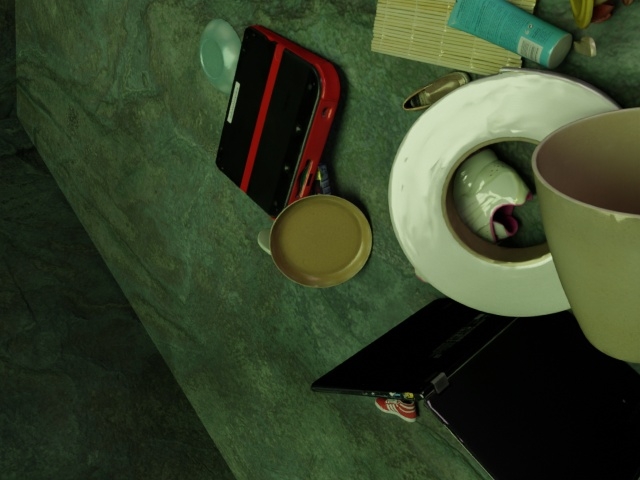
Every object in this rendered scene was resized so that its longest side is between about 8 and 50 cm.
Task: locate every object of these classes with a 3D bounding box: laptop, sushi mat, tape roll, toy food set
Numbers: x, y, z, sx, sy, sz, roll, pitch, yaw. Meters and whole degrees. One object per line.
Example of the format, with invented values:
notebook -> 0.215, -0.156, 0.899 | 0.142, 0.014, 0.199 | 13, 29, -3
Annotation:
laptop -> 0.277, 0.259, 0.899 | 0.408, 0.382, 0.236 | -15, 97, 51
sushi mat -> 0.214, -0.379, 0.929 | 0.317, 0.019, 0.151 | 28, 129, 37
tape roll -> 0.300, -0.068, 0.845 | 0.393, 0.072, 0.391 | 9, 113, 22
toy food set -> 0.370, -0.357, 0.707 | 0.071, 0.128, 0.217 | -8, 103, 17

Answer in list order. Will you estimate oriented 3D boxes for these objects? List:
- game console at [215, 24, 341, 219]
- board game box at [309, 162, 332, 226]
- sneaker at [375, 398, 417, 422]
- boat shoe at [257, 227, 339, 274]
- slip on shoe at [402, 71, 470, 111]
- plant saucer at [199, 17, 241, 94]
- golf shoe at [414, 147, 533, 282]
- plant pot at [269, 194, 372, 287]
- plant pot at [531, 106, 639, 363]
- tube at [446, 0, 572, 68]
game console -> -0.116, -0.272, 1.277 | 0.342, 0.060, 0.386 | 43, 125, 37
board game box -> -0.035, -0.095, 1.327 | 0.194, 0.060, 0.193 | 9, 117, 46
sneaker -> 0.188, 0.403, 1.348 | 0.119, 0.042, 0.066 | 13, 122, 36
boat shoe -> -0.054, 0.044, 1.350 | 0.228, 0.079, 0.081 | 23, 146, 0
slip on shoe -> 0.207, -0.265, 0.976 | 0.135, 0.041, 0.051 | -4, 109, 50
plant saucer -> -0.271, -0.477, 1.414 | 0.195, 0.038, 0.194 | 25, 127, 38
golf shoe -> 0.269, -0.013, 0.987 | 0.140, 0.115, 0.306 | 40, 136, 24
plant pot -> 0.000, 0.000, 1.250 | 0.032, 0.237, 0.236 | -101, 7, -65
plant pot -> 0.401, 0.012, 0.670 | 0.257, 0.256, 0.273 | 21, 138, 41
tube -> 0.281, -0.331, 0.827 | 0.207, 0.052, 0.080 | 44, 134, 31
